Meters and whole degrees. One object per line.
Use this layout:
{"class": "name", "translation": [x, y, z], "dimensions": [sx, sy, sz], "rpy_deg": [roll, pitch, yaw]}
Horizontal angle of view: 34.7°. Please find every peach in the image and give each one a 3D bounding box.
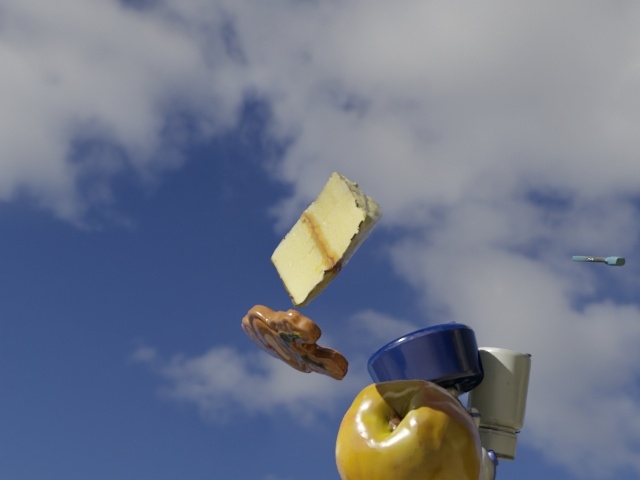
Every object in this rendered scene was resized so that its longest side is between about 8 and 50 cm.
{"class": "peach", "translation": [0.180, 0.439, 2.036], "dimensions": [0.288, 0.289, 0.308], "rpy_deg": [-9, -52, 20]}

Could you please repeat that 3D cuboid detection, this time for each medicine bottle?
{"class": "medicine bottle", "translation": [0.427, 0.396, 2.481], "dimensions": [0.143, 0.258, 0.143], "rpy_deg": [8, -14, 2]}

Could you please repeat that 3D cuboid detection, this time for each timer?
{"class": "timer", "translation": [0.288, 0.411, 2.368], "dimensions": [0.270, 0.384, 0.270], "rpy_deg": [-16, -22, -7]}

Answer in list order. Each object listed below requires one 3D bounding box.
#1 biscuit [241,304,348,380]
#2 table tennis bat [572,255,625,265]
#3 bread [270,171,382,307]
{"class": "biscuit", "translation": [-0.074, 0.226, 2.275], "dimensions": [0.202, 0.047, 0.333], "rpy_deg": [52, -24, -23]}
{"class": "table tennis bat", "translation": [0.563, 0.040, 2.040], "dimensions": [0.100, 0.019, 0.155], "rpy_deg": [4, 0, -9]}
{"class": "bread", "translation": [0.000, 0.000, 1.965], "dimensions": [0.135, 0.178, 0.240], "rpy_deg": [39, -78, 2]}
